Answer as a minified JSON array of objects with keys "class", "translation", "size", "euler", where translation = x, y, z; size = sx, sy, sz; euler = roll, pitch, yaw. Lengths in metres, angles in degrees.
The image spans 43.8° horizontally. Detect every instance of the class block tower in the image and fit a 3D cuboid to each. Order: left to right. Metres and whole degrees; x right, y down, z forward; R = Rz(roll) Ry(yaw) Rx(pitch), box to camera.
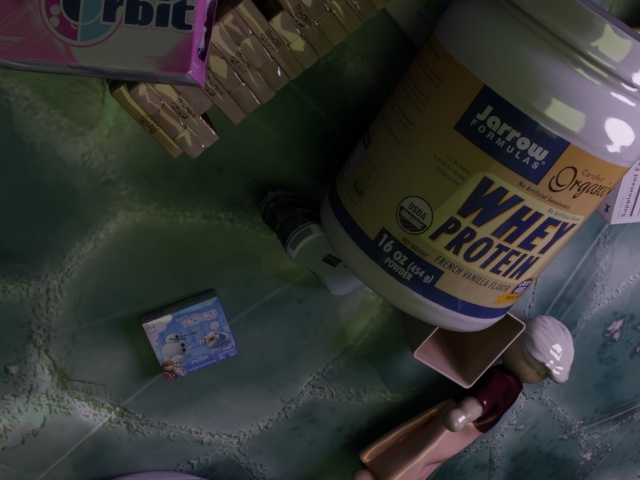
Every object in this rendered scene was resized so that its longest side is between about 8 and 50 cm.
[{"class":"block tower","translation":[-0.037,-0.213,0.740],"size":[0.335,0.091,0.097],"euler":[-39,125,5]}]

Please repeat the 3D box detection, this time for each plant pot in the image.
[{"class":"plant pot","translation":[0.164,0.098,0.986],"size":[0.109,0.096,0.109],"euler":[33,102,-32]}]

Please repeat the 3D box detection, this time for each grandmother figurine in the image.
[{"class":"grandmother figurine","translation":[0.195,0.227,1.058],"size":[0.342,0.208,0.104],"euler":[-42,79,3]}]

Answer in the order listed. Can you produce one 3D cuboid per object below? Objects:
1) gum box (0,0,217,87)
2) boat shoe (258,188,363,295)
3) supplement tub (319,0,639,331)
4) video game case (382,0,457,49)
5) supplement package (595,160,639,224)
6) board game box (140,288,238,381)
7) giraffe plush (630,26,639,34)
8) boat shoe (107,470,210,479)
[{"class":"gum box","translation":[-0.177,-0.191,0.654],"size":[0.188,0.062,0.107],"euler":[6,91,3]},{"class":"boat shoe","translation":[0.000,0.000,0.895],"size":[0.065,0.083,0.183],"euler":[-41,151,5]},{"class":"supplement tub","translation":[0.168,-0.091,0.778],"size":[0.228,0.228,0.316],"euler":[19,119,-28]},{"class":"video game case","translation":[0.184,-0.270,0.829],"size":[0.212,0.023,0.193],"euler":[-46,123,8]},{"class":"supplement package","translation":[0.418,-0.115,0.935],"size":[0.244,0.139,0.134],"euler":[-5,121,-18]},{"class":"board game box","translation":[-0.150,0.111,0.922],"size":[0.090,0.020,0.090],"euler":[-21,122,-8]},{"class":"giraffe plush","translation":[0.428,-0.255,0.856],"size":[0.210,0.181,0.170],"euler":[-32,155,-35]},{"class":"boat shoe","translation":[-0.142,0.380,1.016],"size":[0.335,0.121,0.119],"euler":[14,108,-29]}]
